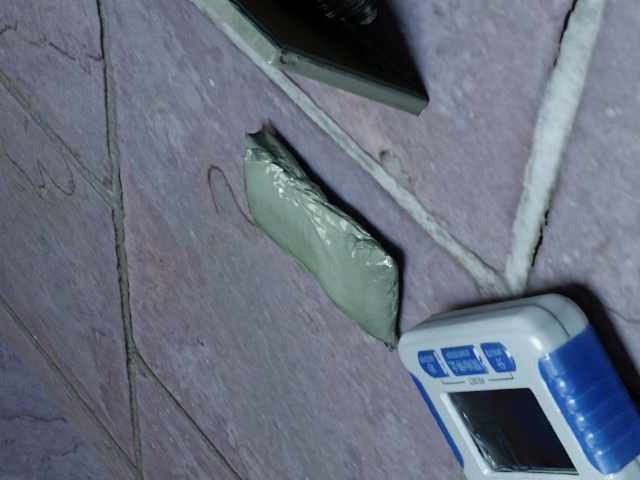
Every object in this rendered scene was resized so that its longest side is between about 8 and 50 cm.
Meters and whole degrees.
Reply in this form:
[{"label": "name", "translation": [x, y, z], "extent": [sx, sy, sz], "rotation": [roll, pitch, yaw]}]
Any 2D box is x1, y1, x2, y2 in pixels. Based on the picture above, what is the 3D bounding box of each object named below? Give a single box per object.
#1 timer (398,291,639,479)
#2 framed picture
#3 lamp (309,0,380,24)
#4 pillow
[{"label": "timer", "translation": [0.177, 0.134, 1.234], "extent": [0.178, 0.078, 0.253], "rotation": [60, 156, -6]}, {"label": "framed picture", "translation": [-0.068, -0.221, 1.188], "extent": [0.315, 0.232, 0.024], "rotation": [47, 109, 28]}, {"label": "lamp", "translation": [-0.068, -0.311, 1.147], "extent": [0.182, 0.182, 0.314], "rotation": [27, 161, 50]}, {"label": "pillow", "translation": [0.000, 0.000, 1.455], "extent": [0.229, 0.050, 0.148], "rotation": [45, 158, 29]}]
